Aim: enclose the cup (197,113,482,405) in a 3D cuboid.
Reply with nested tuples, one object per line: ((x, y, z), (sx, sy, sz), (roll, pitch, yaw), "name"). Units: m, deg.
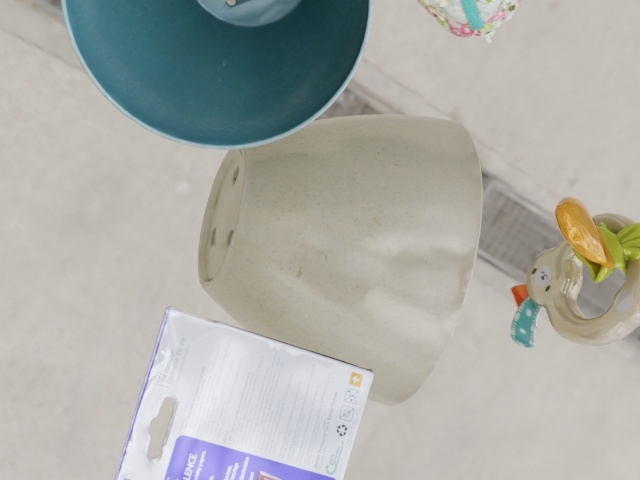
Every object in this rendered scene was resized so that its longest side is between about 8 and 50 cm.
((0.000, 0.000, 1.558), (0.237, 0.331, 0.331), (13, 111, -18), "cup")

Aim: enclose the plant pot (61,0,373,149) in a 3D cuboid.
((-0.086, -0.257, 1.372), (0.195, 0.290, 0.290), (-73, 180, -67), "plant pot")

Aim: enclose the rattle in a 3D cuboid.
((0.201, 0.035, 1.285), (0.143, 0.200, 0.130), (0, 84, -38), "rattle")

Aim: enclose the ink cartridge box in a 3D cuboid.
((-0.075, 0.182, 1.234), (0.208, 0.045, 0.206), (20, 82, -22), "ink cartridge box")

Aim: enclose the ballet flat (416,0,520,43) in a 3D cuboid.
((0.078, -0.192, 0.754), (0.241, 0.091, 0.077), (-75, 150, -44), "ballet flat")
